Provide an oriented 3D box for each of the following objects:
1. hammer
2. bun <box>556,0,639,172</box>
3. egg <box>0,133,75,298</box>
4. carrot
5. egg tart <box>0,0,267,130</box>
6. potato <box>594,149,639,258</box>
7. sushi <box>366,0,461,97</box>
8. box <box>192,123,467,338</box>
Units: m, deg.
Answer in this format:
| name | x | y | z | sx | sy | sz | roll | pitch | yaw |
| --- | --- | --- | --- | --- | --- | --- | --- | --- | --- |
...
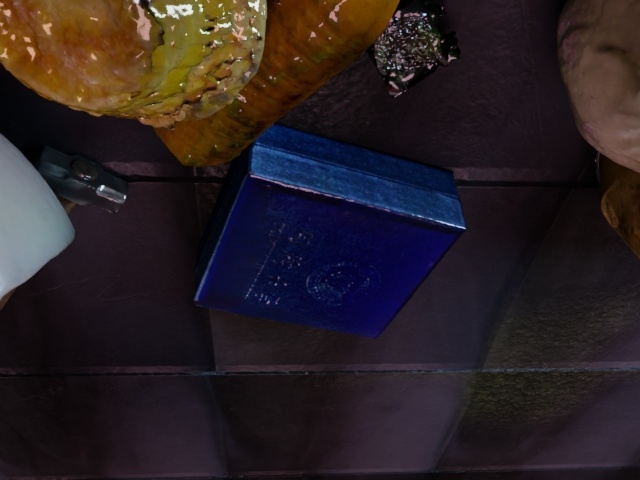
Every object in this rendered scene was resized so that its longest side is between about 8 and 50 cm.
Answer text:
| name | x | y | z | sx | sy | sz | roll | pitch | yaw |
| --- | --- | --- | --- | --- | --- | --- | --- | --- | --- |
| hammer | -0.391 | 0.006 | 0.928 | 0.111 | 0.043 | 0.365 | 24 | 135 | -31 |
| bun | 0.356 | -0.171 | 0.622 | 0.273 | 0.168 | 0.272 | 3 | 113 | 8 |
| egg | -0.481 | -0.031 | 0.663 | 0.355 | 0.354 | 0.339 | -28 | 108 | 26 |
| carrot | -0.045 | -0.181 | 0.669 | 0.114 | 0.114 | 0.302 | 27 | 134 | -31 |
| egg tart | -0.194 | -0.205 | 0.570 | 0.294 | 0.123 | 0.293 | 10 | 130 | 13 |
| potato | 0.487 | -0.041 | 0.818 | 0.300 | 0.196 | 0.246 | 17 | 137 | -25 |
| sushi | 0.091 | -0.208 | 0.696 | 0.085 | 0.056 | 0.083 | -23 | 129 | 23 |
| box | 0.000 | 0.000 | 0.892 | 0.279 | 0.116 | 0.261 | 13 | 138 | -16 |
